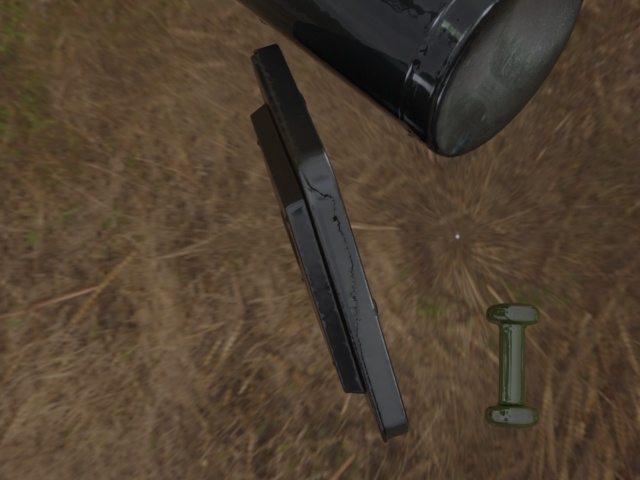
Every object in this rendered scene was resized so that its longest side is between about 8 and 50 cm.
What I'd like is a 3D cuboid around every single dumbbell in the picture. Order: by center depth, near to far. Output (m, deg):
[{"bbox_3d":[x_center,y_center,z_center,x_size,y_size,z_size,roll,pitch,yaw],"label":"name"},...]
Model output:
[{"bbox_3d":[0.179,0.117,1.459,0.052,0.046,0.117,6,80,-22],"label":"dumbbell"}]

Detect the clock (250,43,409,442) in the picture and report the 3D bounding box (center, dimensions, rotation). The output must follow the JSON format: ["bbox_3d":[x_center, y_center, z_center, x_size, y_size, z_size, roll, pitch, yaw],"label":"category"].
[{"bbox_3d":[-0.001,0.000,1.315,0.049,0.279,0.273,-18,119,-2],"label":"clock"}]

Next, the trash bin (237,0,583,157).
[{"bbox_3d":[0.054,-0.240,1.367,0.301,0.252,0.203,39,54,24],"label":"trash bin"}]
